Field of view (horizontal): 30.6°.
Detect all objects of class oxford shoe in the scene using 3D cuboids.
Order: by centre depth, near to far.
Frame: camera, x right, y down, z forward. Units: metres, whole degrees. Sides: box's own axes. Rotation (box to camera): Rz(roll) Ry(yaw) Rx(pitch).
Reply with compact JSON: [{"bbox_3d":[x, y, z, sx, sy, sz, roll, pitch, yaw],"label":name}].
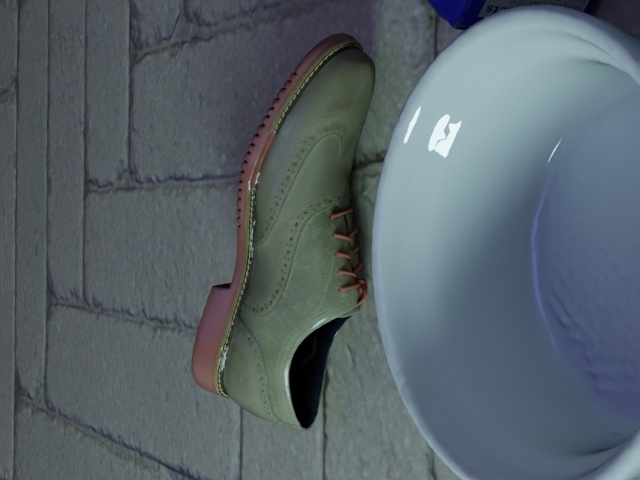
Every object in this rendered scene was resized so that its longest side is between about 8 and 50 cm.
[{"bbox_3d":[0.000,0.000,1.004,0.130,0.123,0.348,28,115,27],"label":"oxford shoe"}]

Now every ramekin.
[{"bbox_3d":[0.159,0.009,0.680,0.277,0.135,0.277,-2,88,60],"label":"ramekin"}]

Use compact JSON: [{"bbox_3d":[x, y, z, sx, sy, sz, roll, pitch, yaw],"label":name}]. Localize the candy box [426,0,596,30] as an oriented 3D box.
[{"bbox_3d":[0.128,-0.332,0.749,0.268,0.122,0.317,59,136,39],"label":"candy box"}]
